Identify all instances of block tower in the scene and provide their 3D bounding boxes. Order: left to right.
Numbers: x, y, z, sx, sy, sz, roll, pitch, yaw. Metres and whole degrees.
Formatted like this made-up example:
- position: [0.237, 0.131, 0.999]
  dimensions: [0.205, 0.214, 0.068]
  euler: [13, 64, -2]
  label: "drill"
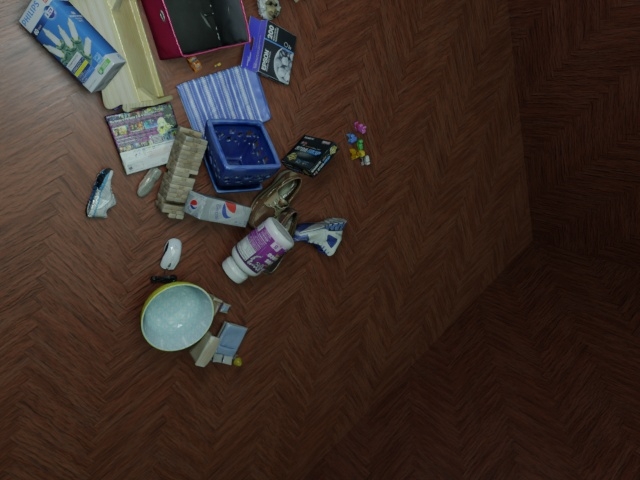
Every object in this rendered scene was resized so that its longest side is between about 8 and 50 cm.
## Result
- position: [-0.527, -0.252, 1.561]
  dimensions: [0.091, 0.097, 0.335]
  euler: [7, 111, -45]
  label: "block tower"

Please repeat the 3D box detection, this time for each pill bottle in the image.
- position: [-0.278, 0.050, 1.813]
  dimensions: [0.301, 0.169, 0.169]
  euler: [-39, 129, 8]
  label: "pill bottle"

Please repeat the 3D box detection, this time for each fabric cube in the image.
- position: [-0.427, -0.764, 1.382]
  dimensions: [0.259, 0.258, 0.254]
  euler: [-27, 122, -27]
  label: "fabric cube"

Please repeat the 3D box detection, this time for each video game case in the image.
- position: [-0.630, -0.374, 1.512]
  dimensions: [0.232, 0.042, 0.210]
  euler: [-25, 121, -28]
  label: "video game case"

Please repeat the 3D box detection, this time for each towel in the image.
- position: [-0.370, -0.544, 1.647]
  dimensions: [0.336, 0.040, 0.243]
  euler: [-30, 121, -25]
  label: "towel"

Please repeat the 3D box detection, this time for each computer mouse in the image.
- position: [-0.617, 0.086, 1.691]
  dimensions: [0.106, 0.042, 0.193]
  euler: [14, 98, -38]
  label: "computer mouse"

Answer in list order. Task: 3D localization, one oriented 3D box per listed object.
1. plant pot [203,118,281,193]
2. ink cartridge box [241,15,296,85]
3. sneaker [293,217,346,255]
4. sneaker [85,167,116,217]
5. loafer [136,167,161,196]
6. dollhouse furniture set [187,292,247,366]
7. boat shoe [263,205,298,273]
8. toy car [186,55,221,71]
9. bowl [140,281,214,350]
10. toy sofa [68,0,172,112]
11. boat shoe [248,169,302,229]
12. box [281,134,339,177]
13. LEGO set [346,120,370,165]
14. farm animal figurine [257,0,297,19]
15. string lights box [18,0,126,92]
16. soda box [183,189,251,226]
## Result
- position: [-0.326, -0.317, 1.620]
  dimensions: [0.236, 0.212, 0.236]
  euler: [-11, 68, -34]
  label: "plant pot"
- position: [-0.203, -0.763, 1.666]
  dimensions: [0.208, 0.045, 0.206]
  euler: [9, 93, -39]
  label: "ink cartridge box"
- position: [0.001, 0.000, 2.065]
  dimensions: [0.316, 0.127, 0.182]
  euler: [-12, 111, -35]
  label: "sneaker"
- position: [-0.767, -0.166, 1.478]
  dimensions: [0.083, 0.071, 0.190]
  euler: [15, 106, -46]
  label: "sneaker"
- position: [-0.652, -0.223, 1.561]
  dimensions: [0.125, 0.039, 0.045]
  euler: [-54, 162, -5]
  label: "loafer"
- position: [-0.414, 0.441, 1.873]
  dimensions: [0.303, 0.198, 0.286]
  euler: [30, 88, -40]
  label: "dollhouse furniture set"
- position: [-0.187, 0.007, 1.930]
  dimensions: [0.123, 0.123, 0.342]
  euler: [21, 93, -40]
  label: "boat shoe"
- position: [-0.433, -0.673, 1.550]
  dimensions: [0.122, 0.040, 0.060]
  euler: [-27, 121, -26]
  label: "toy car"
- position: [-0.604, 0.288, 1.701]
  dimensions: [0.289, 0.156, 0.289]
  euler: [-13, 114, -32]
  label: "bowl"
- position: [-0.640, -0.616, 1.349]
  dimensions: [0.177, 0.150, 0.362]
  euler: [-5, 116, 10]
  label: "toy sofa"
- position: [-0.202, -0.181, 1.853]
  dimensions: [0.123, 0.116, 0.324]
  euler: [40, 81, -39]
  label: "boat shoe"
- position: [-0.049, -0.376, 1.829]
  dimensions: [0.175, 0.220, 0.051]
  euler: [-50, 133, -11]
  label: "box"
- position: [0.198, -0.466, 2.062]
  dimensions: [0.087, 0.093, 0.227]
  euler: [-29, 122, -25]
  label: "LEGO set"
- position: [-0.151, -1.054, 1.541]
  dimensions: [0.330, 0.172, 0.326]
  euler: [-37, 144, -4]
  label: "farm animal figurine"
- position: [-0.737, -0.595, 1.241]
  dimensions: [0.133, 0.076, 0.259]
  euler: [-35, 109, 24]
  label: "string lights box"
- position: [-0.407, -0.123, 1.668]
  dimensions: [0.286, 0.098, 0.091]
  euler: [11, 101, -62]
  label: "soda box"
